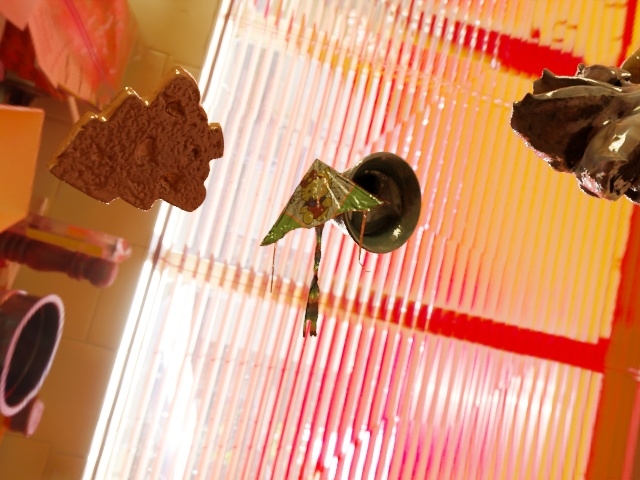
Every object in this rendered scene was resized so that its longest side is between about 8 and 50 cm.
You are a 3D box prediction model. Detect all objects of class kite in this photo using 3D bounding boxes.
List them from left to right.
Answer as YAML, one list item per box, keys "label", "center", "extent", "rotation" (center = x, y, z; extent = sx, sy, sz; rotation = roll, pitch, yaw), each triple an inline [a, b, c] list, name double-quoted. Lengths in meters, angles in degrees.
- label: "kite"
  center: [0.000, 0.000, 0.684]
  extent: [0.198, 0.006, 0.244]
  rotation: [-14, -118, 30]

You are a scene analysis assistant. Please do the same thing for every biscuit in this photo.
- label: "biscuit"
  center: [-0.316, -0.159, 0.966]
  extent: [0.043, 0.306, 0.284]
  rotation: [45, -41, 42]

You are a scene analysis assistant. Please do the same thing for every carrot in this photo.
- label: "carrot"
  center: [0.791, -0.475, 1.222]
  extent: [0.298, 0.078, 0.078]
  rotation: [-54, -166, 19]

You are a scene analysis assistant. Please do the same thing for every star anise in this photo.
- label: "star anise"
  center: [0.366, -0.095, 0.629]
  extent: [0.359, 0.316, 0.139]
  rotation: [-95, -171, -51]

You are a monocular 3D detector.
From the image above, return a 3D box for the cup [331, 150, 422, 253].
- label: "cup"
  center: [0.084, -0.079, 1.116]
  extent: [0.150, 0.199, 0.199]
  rotation: [11, -94, 56]
